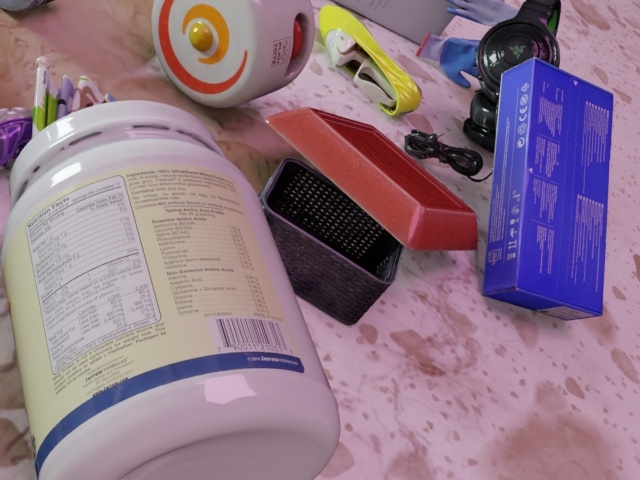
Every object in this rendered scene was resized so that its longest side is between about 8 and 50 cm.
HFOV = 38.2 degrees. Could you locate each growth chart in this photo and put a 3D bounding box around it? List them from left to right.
[{"bbox_3d":[-0.226,-0.105,1.014,0.237,0.021,0.172,33,34,-47],"label":"growth chart"}]

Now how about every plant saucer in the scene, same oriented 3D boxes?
[{"bbox_3d":[0.085,-0.085,1.207,0.258,0.047,0.259,43,18,21],"label":"plant saucer"}]

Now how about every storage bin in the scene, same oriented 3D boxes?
[{"bbox_3d":[0.000,0.000,1.101,0.180,0.084,0.122,33,36,-8],"label":"storage bin"}]

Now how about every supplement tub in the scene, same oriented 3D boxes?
[{"bbox_3d":[-0.139,0.064,0.783,0.235,0.235,0.324,6,46,-36],"label":"supplement tub"}]

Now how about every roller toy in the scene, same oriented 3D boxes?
[{"bbox_3d":[-0.116,-0.276,1.204,0.146,0.209,0.191,-33,95,-52],"label":"roller toy"}]

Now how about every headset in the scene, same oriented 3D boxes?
[{"bbox_3d":[0.284,-0.247,1.517,0.185,0.243,0.394,19,52,15],"label":"headset"}]

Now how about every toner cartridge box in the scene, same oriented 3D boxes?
[{"bbox_3d":[0.332,-0.072,1.334,0.165,0.075,0.347,18,71,-28],"label":"toner cartridge box"}]

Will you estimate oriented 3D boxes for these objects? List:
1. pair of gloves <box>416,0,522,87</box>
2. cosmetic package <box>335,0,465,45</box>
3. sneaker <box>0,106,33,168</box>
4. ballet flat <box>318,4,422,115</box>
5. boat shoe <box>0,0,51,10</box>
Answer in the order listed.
[{"bbox_3d":[0.272,-0.376,1.654,0.159,0.198,0.023,20,24,-11],"label":"pair of gloves"},{"bbox_3d":[0.066,-0.555,1.635,0.453,0.230,0.161,22,38,-22],"label":"cosmetic package"},{"bbox_3d":[-0.339,-0.088,0.940,0.170,0.068,0.071,-15,76,-38],"label":"sneaker"},{"bbox_3d":[0.065,-0.286,1.481,0.231,0.077,0.077,46,53,8],"label":"ballet flat"},{"bbox_3d":[-0.436,-0.419,1.159,0.306,0.113,0.105,42,30,1],"label":"boat shoe"}]
